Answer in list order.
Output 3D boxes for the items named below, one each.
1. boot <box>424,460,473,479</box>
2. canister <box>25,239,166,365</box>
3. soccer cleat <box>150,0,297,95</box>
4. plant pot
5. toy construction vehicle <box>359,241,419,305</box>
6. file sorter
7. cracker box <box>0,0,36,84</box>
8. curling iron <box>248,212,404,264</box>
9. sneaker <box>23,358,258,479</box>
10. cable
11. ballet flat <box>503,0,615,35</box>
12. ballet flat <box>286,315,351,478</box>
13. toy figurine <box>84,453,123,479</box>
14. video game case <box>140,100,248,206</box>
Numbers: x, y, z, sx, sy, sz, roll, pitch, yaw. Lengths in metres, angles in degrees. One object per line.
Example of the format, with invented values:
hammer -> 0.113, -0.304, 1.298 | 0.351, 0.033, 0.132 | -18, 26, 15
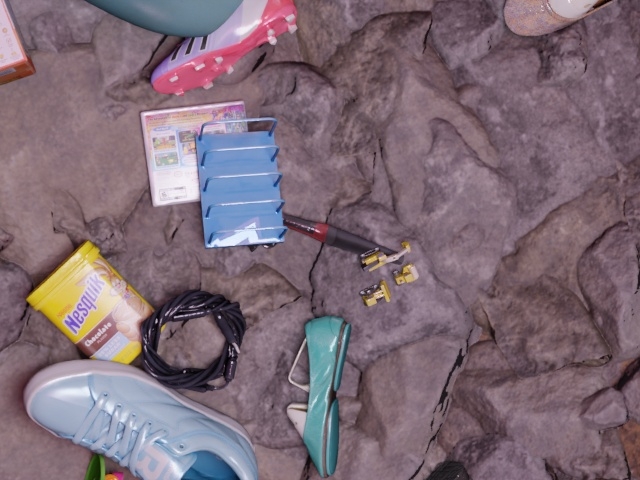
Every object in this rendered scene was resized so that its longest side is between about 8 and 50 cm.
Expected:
boot -> 0.177, 0.481, 1.644 | 0.246, 0.083, 0.161 | -37, 105, -6
canister -> -0.325, 0.101, 1.525 | 0.126, 0.073, 0.170 | -44, 101, -6
soccer cleat -> -0.150, -0.302, 1.544 | 0.248, 0.083, 0.095 | -31, 74, -5
plant pot -> -0.208, -0.418, 1.425 | 0.235, 0.293, 0.293 | 32, 86, -27
toy construction vehicle -> 0.103, 0.054, 1.610 | 0.098, 0.035, 0.086 | -23, 115, -4
file sorter -> -0.113, -0.083, 1.505 | 0.118, 0.104, 0.170 | -5, 82, -10
cracker box -> -0.468, -0.337, 1.431 | 0.067, 0.156, 0.232 | -21, 96, -9
curling iron -> 0.000, 0.000, 1.606 | 0.274, 0.035, 0.068 | 11, 112, -16
sneaker -> -0.240, 0.279, 1.474 | 0.366, 0.150, 0.135 | 22, 102, -23
cable -> -0.184, 0.146, 1.528 | 0.184, 0.047, 0.151 | 24, 91, -41
ballet flat -> 0.437, -0.414, 1.633 | 0.316, 0.106, 0.108 | -27, 98, -9
ballet flat -> -0.008, 0.237, 1.601 | 0.087, 0.083, 0.247 | 6, 92, 13
toy figurine -> -0.264, 0.408, 1.528 | 0.159, 0.130, 0.173 | 12, 70, -21
video game case -> -0.184, -0.131, 1.569 | 0.157, 0.019, 0.143 | -8, 94, -10
